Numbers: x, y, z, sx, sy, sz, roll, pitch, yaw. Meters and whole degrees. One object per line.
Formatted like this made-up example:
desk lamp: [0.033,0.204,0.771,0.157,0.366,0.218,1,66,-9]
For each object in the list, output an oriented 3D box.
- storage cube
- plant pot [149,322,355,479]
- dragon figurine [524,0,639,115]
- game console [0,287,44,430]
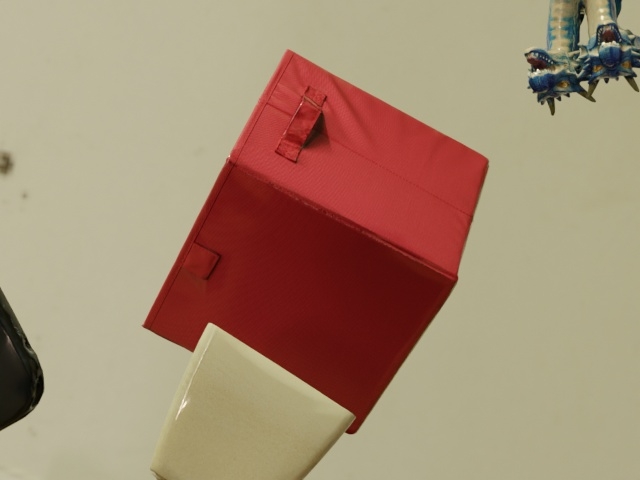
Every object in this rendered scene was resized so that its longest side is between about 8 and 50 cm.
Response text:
storage cube: [0.000,0.000,1.201,0.193,0.184,0.215,28,-54,-4]
plant pot: [-0.053,0.129,0.971,0.109,0.096,0.109,32,-14,1]
dragon figurine: [0.189,-0.165,1.051,0.085,0.144,0.289,-3,7,16]
game console: [-0.148,0.015,0.372,0.107,0.122,0.071,-29,-2,16]
